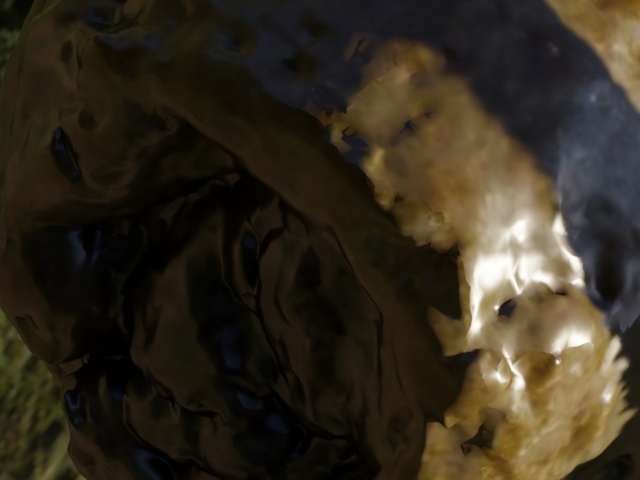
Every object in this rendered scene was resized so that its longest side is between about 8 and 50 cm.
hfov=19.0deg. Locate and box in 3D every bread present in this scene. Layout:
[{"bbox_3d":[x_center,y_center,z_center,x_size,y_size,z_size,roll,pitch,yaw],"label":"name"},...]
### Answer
[{"bbox_3d":[0.000,0.000,0.520,0.230,0.230,0.123,45,41,18],"label":"bread"}]
